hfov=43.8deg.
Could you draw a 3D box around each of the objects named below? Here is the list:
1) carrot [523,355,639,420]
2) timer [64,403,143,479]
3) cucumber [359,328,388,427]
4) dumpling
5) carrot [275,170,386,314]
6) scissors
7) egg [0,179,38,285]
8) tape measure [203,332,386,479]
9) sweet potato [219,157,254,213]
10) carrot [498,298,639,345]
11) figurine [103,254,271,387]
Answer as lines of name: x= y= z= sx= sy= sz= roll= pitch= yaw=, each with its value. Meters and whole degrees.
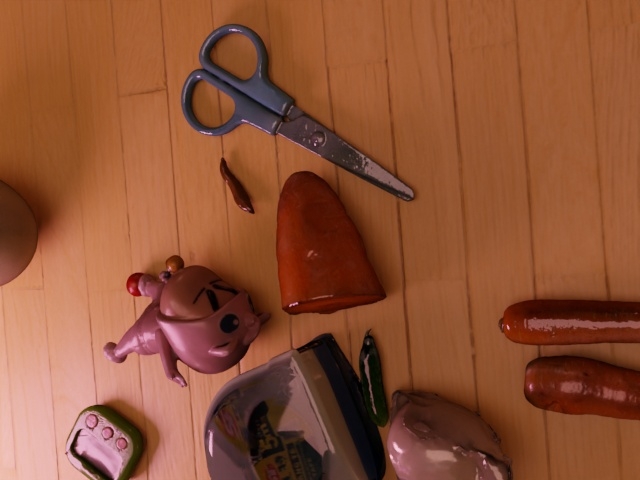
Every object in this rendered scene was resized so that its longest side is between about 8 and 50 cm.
carrot: x=0.384 y=0.205 z=1.111 sx=0.193 sy=0.087 sz=0.087 roll=3 pitch=93 yaw=21
timer: x=-0.389 y=0.371 z=1.437 sx=0.140 sy=0.047 sz=0.128 roll=31 pitch=101 yaw=17
cucumber: x=0.080 y=0.217 z=1.254 sx=0.037 sy=0.037 sz=0.155 roll=-9 pitch=88 yaw=21
dumpling: x=0.167 y=0.323 z=1.159 sx=0.247 sy=0.142 sz=0.173 roll=31 pitch=110 yaw=52
carrot: x=0.000 y=0.000 z=1.234 sx=0.159 sy=0.159 sz=0.225 roll=-19 pitch=72 yaw=21
scissors: x=-0.034 y=-0.182 z=1.285 sx=0.447 sy=0.029 sz=0.193 roll=34 pitch=104 yaw=17
egg: x=-0.633 y=-0.018 z=1.424 sx=0.269 sy=0.219 sz=0.219 roll=8 pitch=95 yaw=22
tape measure: x=-0.055 y=0.313 z=1.258 sx=0.262 sy=0.138 sz=0.259 roll=-26 pitch=82 yaw=20
sweet potato: x=-0.143 y=-0.088 z=1.335 sx=0.026 sy=0.026 sz=0.115 roll=-38 pitch=74 yaw=18
carrot: x=0.364 y=0.115 z=1.126 sx=0.225 sy=0.067 sz=0.067 roll=-2 pitch=92 yaw=20
figurine: x=-0.236 y=0.125 z=1.308 sx=0.287 sy=0.176 sz=0.186 roll=2 pitch=118 yaw=35
